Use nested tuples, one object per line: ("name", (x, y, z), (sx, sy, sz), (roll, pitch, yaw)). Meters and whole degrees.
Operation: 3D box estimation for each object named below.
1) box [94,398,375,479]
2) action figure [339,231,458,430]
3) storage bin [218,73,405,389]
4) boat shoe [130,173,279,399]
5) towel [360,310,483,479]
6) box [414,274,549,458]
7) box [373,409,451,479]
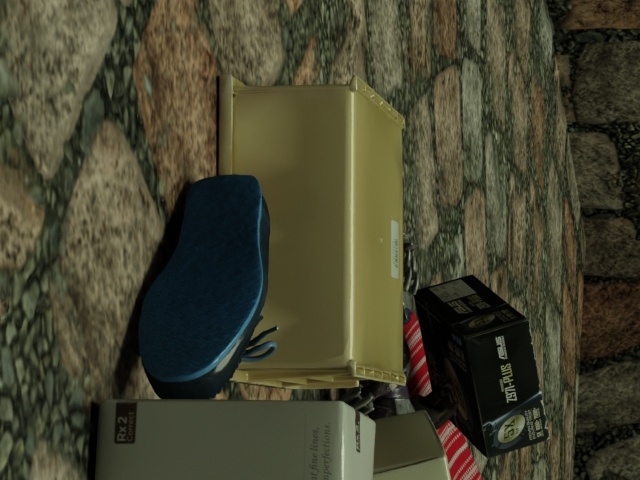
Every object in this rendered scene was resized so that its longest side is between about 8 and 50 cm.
("box", (-0.060, 0.207, 1.365), (0.119, 0.182, 0.181), (43, 47, -72))
("action figure", (0.074, 0.140, 2.080), (0.185, 0.099, 0.285), (15, 69, -65))
("storage bin", (0.000, 0.000, 1.763), (0.260, 0.123, 0.262), (26, 63, -75))
("boat shoe", (-0.072, 0.048, 1.499), (0.258, 0.109, 0.089), (-69, 158, -52))
("towel", (0.129, 0.234, 2.254), (0.275, 0.031, 0.199), (68, 23, -8))
("box", (0.177, 0.137, 2.164), (0.180, 0.078, 0.147), (-135, -148, -67))
("box", (0.075, 0.305, 1.904), (0.148, 0.127, 0.232), (-111, -170, -75))
